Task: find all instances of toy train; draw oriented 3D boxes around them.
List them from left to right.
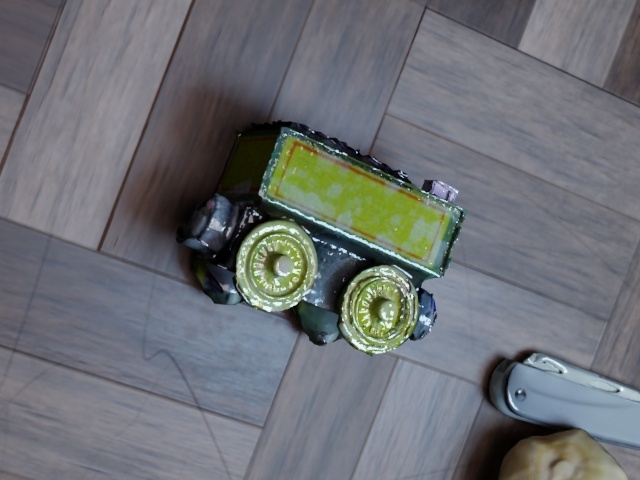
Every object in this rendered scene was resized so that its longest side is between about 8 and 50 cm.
[{"bbox_3d":[0.000,0.000,1.427,0.261,0.134,0.177,23,81,-25],"label":"toy train"}]

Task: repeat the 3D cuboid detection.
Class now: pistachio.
[{"bbox_3d":[0.251,0.305,1.580,0.157,0.157,0.229,-15,117,-20],"label":"pistachio"}]

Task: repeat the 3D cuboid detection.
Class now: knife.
[{"bbox_3d":[0.297,0.178,1.625,0.266,0.040,0.073,19,82,-24],"label":"knife"}]
